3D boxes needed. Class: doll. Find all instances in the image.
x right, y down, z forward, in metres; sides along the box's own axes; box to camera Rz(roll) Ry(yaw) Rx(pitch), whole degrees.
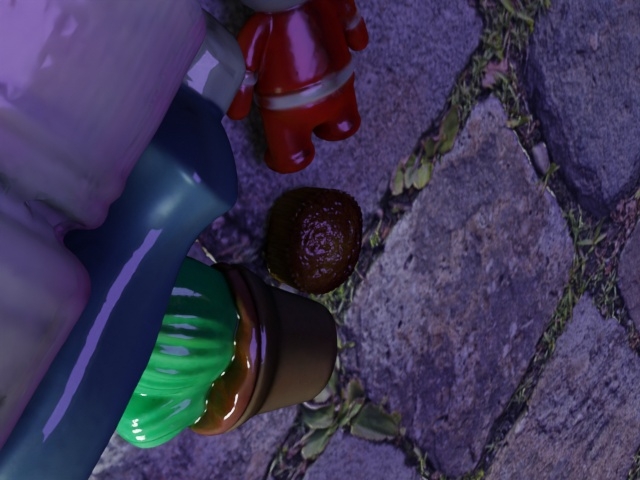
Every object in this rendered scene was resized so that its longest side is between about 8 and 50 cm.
[{"bbox_3d":[-0.024,-0.167,0.681,0.142,0.076,0.245,-40,131,-34],"label":"doll"}]

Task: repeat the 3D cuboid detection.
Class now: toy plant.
[{"bbox_3d":[-0.089,0.074,0.664,0.200,0.105,0.143,7,115,-29],"label":"toy plant"}]

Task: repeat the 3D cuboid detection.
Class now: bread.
[{"bbox_3d":[0.000,0.000,0.765,0.085,0.053,0.085,-15,112,-44],"label":"bread"}]

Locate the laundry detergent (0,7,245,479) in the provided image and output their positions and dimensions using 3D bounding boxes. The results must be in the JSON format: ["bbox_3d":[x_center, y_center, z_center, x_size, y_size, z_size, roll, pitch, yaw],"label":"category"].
[{"bbox_3d":[-0.128,-0.006,0.545,0.094,0.143,0.290,33,82,-46],"label":"laundry detergent"}]

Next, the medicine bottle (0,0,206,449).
[{"bbox_3d":[-0.221,0.027,0.397,0.219,0.219,0.388,37,80,-45],"label":"medicine bottle"}]
